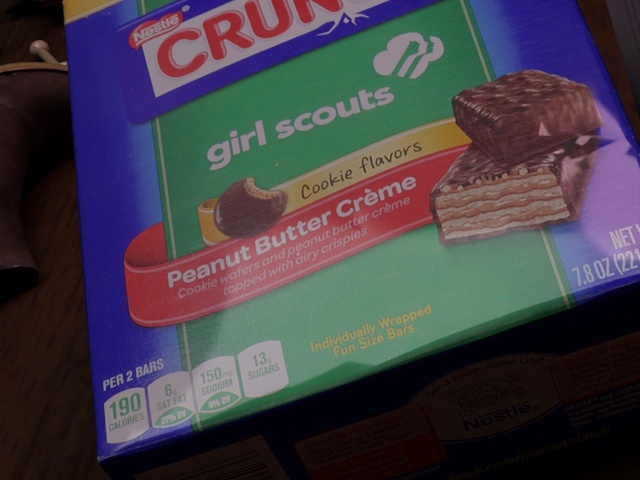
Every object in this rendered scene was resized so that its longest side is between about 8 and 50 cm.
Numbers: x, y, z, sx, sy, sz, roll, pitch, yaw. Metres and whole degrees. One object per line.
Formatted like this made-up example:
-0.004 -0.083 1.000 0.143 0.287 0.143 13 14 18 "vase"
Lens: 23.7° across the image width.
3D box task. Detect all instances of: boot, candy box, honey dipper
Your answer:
-0.237 -0.031 1.097 0.248 0.090 0.207 -17 44 -23 "boot"
0.021 -0.029 0.770 0.268 0.122 0.317 -19 46 7 "candy box"
-0.232 -0.150 1.325 0.030 0.030 0.160 -29 28 -12 "honey dipper"

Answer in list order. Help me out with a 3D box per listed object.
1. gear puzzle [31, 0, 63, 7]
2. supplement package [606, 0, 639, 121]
-0.236 -0.274 1.526 0.175 0.044 0.339 -41 31 -26 "gear puzzle"
0.310 -0.121 0.743 0.175 0.177 0.293 -39 33 -27 "supplement package"
